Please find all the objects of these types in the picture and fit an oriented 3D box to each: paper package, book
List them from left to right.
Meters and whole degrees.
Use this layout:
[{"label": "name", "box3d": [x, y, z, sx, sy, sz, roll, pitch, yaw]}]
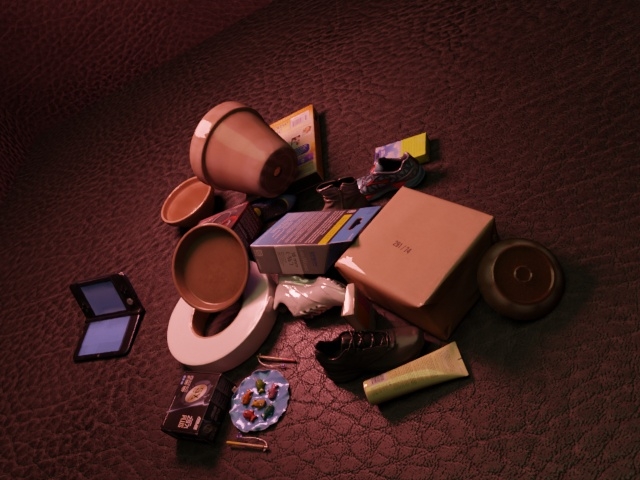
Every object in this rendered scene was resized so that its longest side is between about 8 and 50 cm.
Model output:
[{"label": "book", "box3d": [0.107, 0.189, 1.496, 0.035, 0.144, 0.096, -14, 46, 27]}, {"label": "paper package", "box3d": [0.262, 0.046, 1.497, 0.309, 0.168, 0.325, -49, 41, -12]}]

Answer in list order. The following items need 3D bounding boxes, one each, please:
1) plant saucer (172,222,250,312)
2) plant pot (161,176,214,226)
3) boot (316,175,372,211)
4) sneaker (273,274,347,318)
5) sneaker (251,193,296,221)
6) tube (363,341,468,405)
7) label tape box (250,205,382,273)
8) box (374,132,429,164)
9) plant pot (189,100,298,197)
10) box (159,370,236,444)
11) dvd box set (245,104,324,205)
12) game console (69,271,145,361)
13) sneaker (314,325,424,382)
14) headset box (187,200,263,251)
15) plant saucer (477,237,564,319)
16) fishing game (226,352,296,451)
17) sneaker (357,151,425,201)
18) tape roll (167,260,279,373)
[{"label": "plant saucer", "box3d": [-0.336, 0.085, 1.793, 0.278, 0.041, 0.277, -1, 87, 22]}, {"label": "plant pot", "box3d": [-0.496, -0.131, 2.266, 0.238, 0.109, 0.237, -21, 43, 21]}, {"label": "boot", "box3d": [0.028, -0.121, 1.826, 0.247, 0.161, 0.083, -19, 44, 22]}, {"label": "sneaker", "box3d": [-0.015, 0.169, 1.659, 0.297, 0.111, 0.129, 3, 71, 43]}, {"label": "sneaker", "box3d": [-0.174, -0.118, 2.061, 0.209, 0.069, 0.082, -14, 17, 36]}, {"label": "tube", "box3d": [0.222, 0.322, 1.362, 0.240, 0.070, 0.062, -25, -2, 10]}, {"label": "label tape box", "box3d": [0.000, 0.000, 1.706, 0.334, 0.105, 0.240, -2, 26, 30]}, {"label": "box", "box3d": [0.266, -0.281, 1.888, 0.178, 0.042, 0.109, -15, 45, 26]}, {"label": "plant pot", "box3d": [-0.241, -0.285, 2.014, 0.280, 0.323, 0.323, 31, 74, 29]}, {"label": "box", "box3d": [-0.344, 0.467, 1.625, 0.148, 0.077, 0.180, -4, 51, 33]}, {"label": "dvd box set", "box3d": [-0.141, -0.321, 2.214, 0.308, 0.062, 0.420, -23, 43, 18]}, {"label": "game console", "box3d": [-0.801, 0.275, 2.081, 0.293, 0.250, 0.173, -12, 20, 27]}, {"label": "sneaker", "box3d": [0.115, 0.269, 1.429, 0.286, 0.130, 0.109, -22, 41, 18]}, {"label": "headset box", "box3d": [-0.339, -0.010, 1.981, 0.218, 0.110, 0.293, -20, 23, 21]}, {"label": "plant saucer", "box3d": [0.465, 0.082, 1.332, 0.199, 0.036, 0.198, -2, 71, 5]}, {"label": "fishing game", "box3d": [-0.171, 0.427, 1.565, 0.189, 0.041, 0.264, -1, 53, 33]}, {"label": "sneaker", "box3d": [0.188, -0.214, 1.820, 0.262, 0.125, 0.104, -17, 44, 23]}, {"label": "tape roll", "box3d": [-0.306, 0.233, 1.819, 0.392, 0.072, 0.391, -20, 43, 20]}]
